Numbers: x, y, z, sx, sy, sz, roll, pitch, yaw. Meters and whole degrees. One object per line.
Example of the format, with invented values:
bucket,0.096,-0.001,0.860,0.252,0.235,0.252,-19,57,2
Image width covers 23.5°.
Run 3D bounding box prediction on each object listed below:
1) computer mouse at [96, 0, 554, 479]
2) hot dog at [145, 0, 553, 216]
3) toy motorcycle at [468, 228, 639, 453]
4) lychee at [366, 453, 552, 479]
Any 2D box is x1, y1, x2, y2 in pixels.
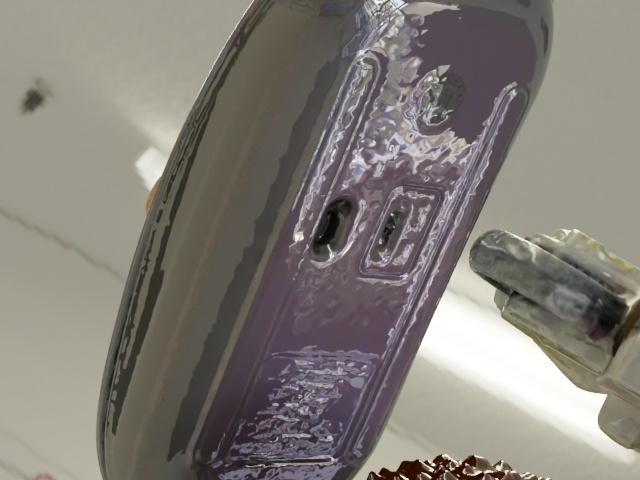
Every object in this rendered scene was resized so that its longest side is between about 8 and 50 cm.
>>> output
computer mouse,-0.001,-0.001,0.517,0.120,0.232,0.057,5,27,-39
hot dog,0.018,-0.104,1.030,0.100,0.337,0.135,59,24,16
toy motorcycle,0.235,0.092,0.820,0.341,0.108,0.223,30,-1,21
lychee,0.041,0.126,0.451,0.123,0.123,0.129,29,-26,25
